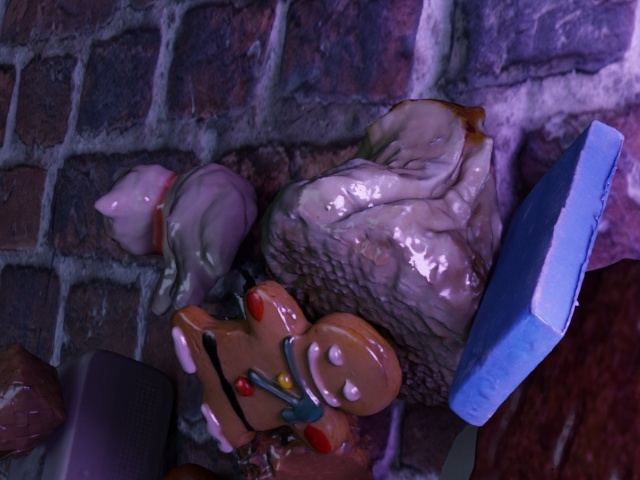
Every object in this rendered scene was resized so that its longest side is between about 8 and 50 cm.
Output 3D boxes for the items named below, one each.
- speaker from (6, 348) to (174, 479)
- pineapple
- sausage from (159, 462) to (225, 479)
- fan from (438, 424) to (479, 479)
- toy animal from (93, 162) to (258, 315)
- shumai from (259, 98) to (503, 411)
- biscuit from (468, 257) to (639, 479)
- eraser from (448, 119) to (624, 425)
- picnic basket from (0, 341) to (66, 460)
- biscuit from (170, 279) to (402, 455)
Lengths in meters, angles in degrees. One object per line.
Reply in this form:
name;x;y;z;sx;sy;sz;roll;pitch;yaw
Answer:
speaker;-0.340;0.364;2.333;0.184;0.183;0.406;-31;43;49
pineapple;-0.044;0.162;1.923;0.165;0.165;0.364;-61;31;32
sausage;-0.125;0.363;2.064;0.330;0.102;0.102;23;101;63
fan;0.151;0.337;1.632;0.182;0.010;0.310;-8;71;62
toy animal;-0.201;-0.019;2.168;0.266;0.188;0.308;-37;12;31
shumai;0.116;-0.005;1.660;0.263;0.304;0.309;-56;-8;-25
biscuit;0.267;0.220;1.372;0.407;0.091;0.407;-26;59;56
eraser;0.195;0.022;1.462;0.144;0.042;0.312;-53;6;40
picnic basket;-0.450;0.248;2.288;0.178;0.128;0.138;-37;34;9
biscuit;-0.041;0.136;1.673;0.301;0.049;0.197;-8;114;44
